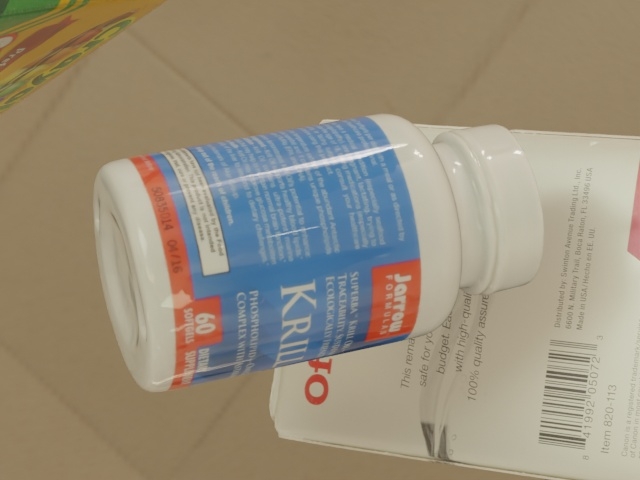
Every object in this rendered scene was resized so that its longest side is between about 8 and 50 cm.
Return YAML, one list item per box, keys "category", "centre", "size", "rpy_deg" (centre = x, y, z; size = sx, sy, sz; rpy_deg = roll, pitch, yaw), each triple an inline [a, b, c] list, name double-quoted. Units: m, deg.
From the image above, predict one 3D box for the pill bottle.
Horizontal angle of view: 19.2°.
- category: "pill bottle"
  centre: [0.000, 0.000, 1.001]
  size: [0.221, 0.124, 0.124]
  rpy_deg: [-12, 85, -16]

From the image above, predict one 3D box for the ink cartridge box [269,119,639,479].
- category: "ink cartridge box"
  centre: [0.129, 0.040, 1.162]
  size: [0.283, 0.117, 0.207]
  rpy_deg: [6, 84, 28]

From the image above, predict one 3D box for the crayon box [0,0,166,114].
- category: "crayon box"
  centre: [-0.216, -0.120, 1.088]
  size: [0.202, 0.318, 0.081]
  rpy_deg: [-31, 89, 26]
